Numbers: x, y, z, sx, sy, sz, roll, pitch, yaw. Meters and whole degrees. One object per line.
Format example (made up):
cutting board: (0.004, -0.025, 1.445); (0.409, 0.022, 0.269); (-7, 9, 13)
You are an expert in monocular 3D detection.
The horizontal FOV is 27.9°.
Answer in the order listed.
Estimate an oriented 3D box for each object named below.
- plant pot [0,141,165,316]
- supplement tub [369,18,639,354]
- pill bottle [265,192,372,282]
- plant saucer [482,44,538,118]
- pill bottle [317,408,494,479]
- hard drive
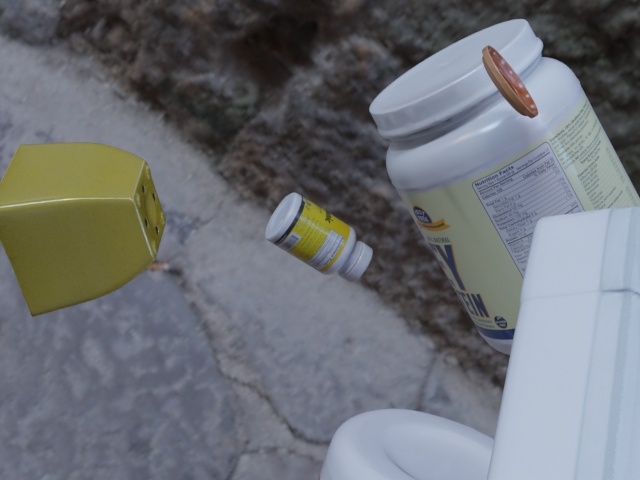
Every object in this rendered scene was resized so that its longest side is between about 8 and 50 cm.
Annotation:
plant pot: (-0.142, -0.013, 0.791); (0.081, 0.083, 0.081); (-85, 163, -57)
supplement tub: (0.220, -0.059, 1.454); (0.235, 0.235, 0.325); (-45, 110, -42)
pill bottle: (0.000, 0.000, 1.485); (0.116, 0.065, 0.065); (32, 51, -18)
plant saucer: (0.182, -0.152, 1.249); (0.083, 0.013, 0.083); (45, 22, -24)
pill bottle: (0.067, 0.398, 1.308); (0.229, 0.408, 0.229); (15, 17, -5)
hard drive: (0.084, 0.196, 0.339); (0.233, 0.047, 0.353); (59, 36, -37)
